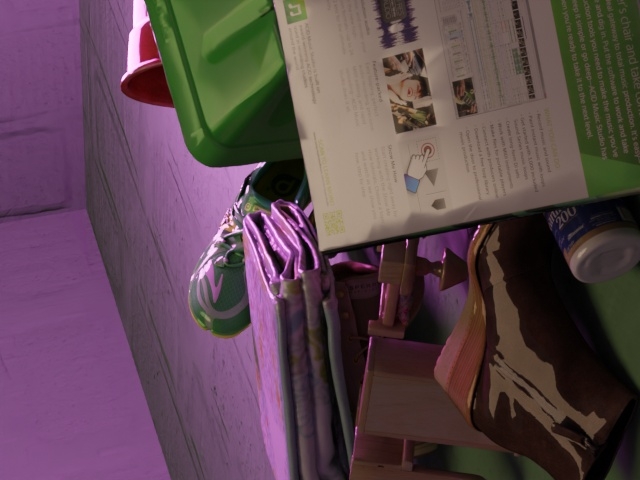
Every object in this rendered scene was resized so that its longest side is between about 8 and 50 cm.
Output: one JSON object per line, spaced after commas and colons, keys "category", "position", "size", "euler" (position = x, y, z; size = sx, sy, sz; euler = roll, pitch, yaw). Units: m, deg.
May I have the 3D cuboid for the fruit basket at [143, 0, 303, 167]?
{"category": "fruit basket", "position": [-0.073, -0.249, 1.885], "size": [0.392, 0.283, 0.392], "euler": [19, 113, 54]}

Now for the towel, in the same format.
{"category": "towel", "position": [-0.022, 0.165, 2.129], "size": [0.320, 0.090, 0.374], "euler": [-115, 20, -69]}

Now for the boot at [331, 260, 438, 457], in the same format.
{"category": "boot", "position": [0.067, 0.142, 2.121], "size": [0.262, 0.095, 0.203], "euler": [-133, 37, -71]}

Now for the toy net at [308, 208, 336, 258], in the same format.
{"category": "toy net", "position": [0.000, 0.000, 2.242], "size": [0.122, 0.045, 0.232], "euler": [-60, 5, -9]}

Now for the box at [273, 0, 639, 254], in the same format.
{"category": "box", "position": [0.124, -0.128, 1.411], "size": [0.322, 0.058, 0.232], "euler": [-11, 88, 32]}

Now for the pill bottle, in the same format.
{"category": "pill bottle", "position": [0.222, -0.029, 1.480], "size": [0.067, 0.067, 0.120], "euler": [99, 156, -51]}

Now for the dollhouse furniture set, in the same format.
{"category": "dollhouse furniture set", "position": [0.141, 0.056, 1.862], "size": [0.303, 0.174, 0.355], "euler": [97, -179, -46]}

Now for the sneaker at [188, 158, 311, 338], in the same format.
{"category": "sneaker", "position": [-0.092, -0.013, 2.300], "size": [0.123, 0.109, 0.295], "euler": [87, -154, -68]}

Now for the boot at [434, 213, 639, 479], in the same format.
{"category": "boot", "position": [0.216, 0.085, 1.583], "size": [0.207, 0.090, 0.248], "euler": [37, 117, 39]}

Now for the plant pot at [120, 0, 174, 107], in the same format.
{"category": "plant pot", "position": [-0.126, -0.328, 2.239], "size": [0.272, 0.272, 0.265], "euler": [144, 124, -73]}
